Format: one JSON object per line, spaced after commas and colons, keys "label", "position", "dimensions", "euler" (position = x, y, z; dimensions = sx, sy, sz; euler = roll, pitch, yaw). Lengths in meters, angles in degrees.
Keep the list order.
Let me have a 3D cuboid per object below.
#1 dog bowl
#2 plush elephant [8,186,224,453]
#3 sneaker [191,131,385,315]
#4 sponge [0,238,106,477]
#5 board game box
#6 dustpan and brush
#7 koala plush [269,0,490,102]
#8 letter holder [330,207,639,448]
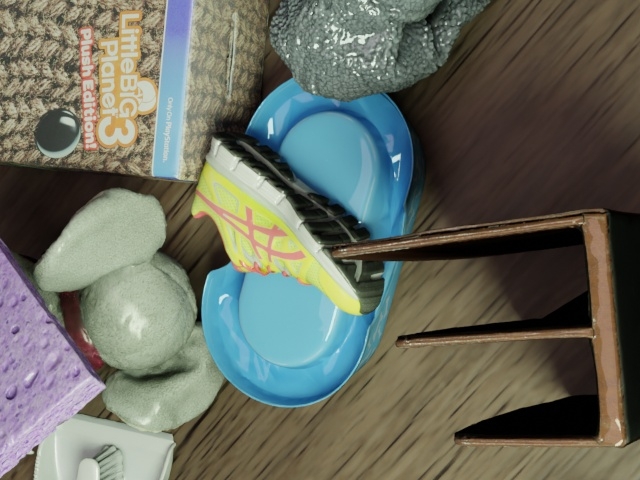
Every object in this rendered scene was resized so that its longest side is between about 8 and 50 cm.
{"label": "dog bowl", "position": [0.000, 0.000, 1.261], "dimensions": [0.166, 0.074, 0.297], "euler": [18, 96, 24]}
{"label": "plush elephant", "position": [-0.232, 0.058, 1.291], "dimensions": [0.330, 0.255, 0.272], "euler": [-128, 23, -50]}
{"label": "sneaker", "position": [-0.031, 0.002, 1.198], "dimensions": [0.208, 0.081, 0.094], "euler": [44, 114, 26]}
{"label": "sponge", "position": [-0.273, 0.076, 1.131], "dimensions": [0.117, 0.031, 0.210], "euler": [-42, 62, 1]}
{"label": "board game box", "position": [-0.208, -0.178, 1.324], "dimensions": [0.291, 0.141, 0.232], "euler": [5, 92, 26]}
{"label": "dustpan and brush", "position": [-0.226, 0.282, 1.368], "dimensions": [0.147, 0.060, 0.211], "euler": [8, 92, 25]}
{"label": "koala plush", "position": [0.027, -0.244, 1.138], "dimensions": [0.196, 0.221, 0.203], "euler": [21, 68, 23]}
{"label": "letter holder", "position": [0.154, 0.065, 1.060], "dimensions": [0.214, 0.302, 0.152], "euler": [-6, 87, 25]}
